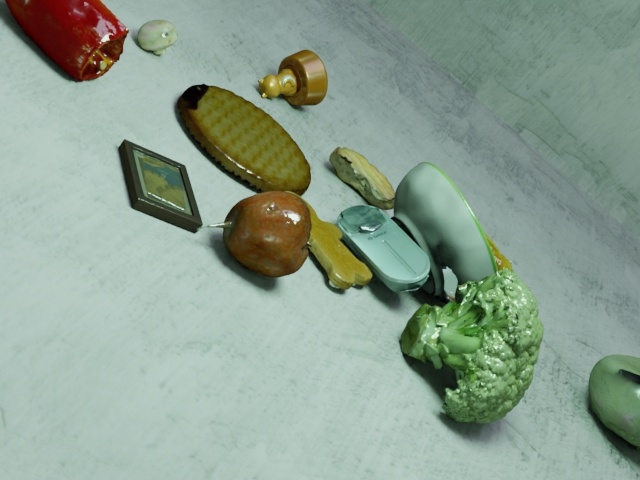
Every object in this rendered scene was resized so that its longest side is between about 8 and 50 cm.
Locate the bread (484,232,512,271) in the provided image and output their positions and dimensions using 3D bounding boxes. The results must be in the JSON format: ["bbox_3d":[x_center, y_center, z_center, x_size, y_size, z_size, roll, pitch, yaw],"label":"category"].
[{"bbox_3d":[0.331,0.013,2.447,0.245,0.102,0.094,54,20,23],"label":"bread"}]

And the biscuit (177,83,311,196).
[{"bbox_3d":[-0.149,-0.200,2.162,0.317,0.040,0.318,32,26,-18],"label":"biscuit"}]

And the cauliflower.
[{"bbox_3d":[0.271,0.176,1.941,0.250,0.273,0.275,11,7,8],"label":"cauliflower"}]

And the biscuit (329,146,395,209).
[{"bbox_3d":[0.094,-0.137,2.394,0.183,0.061,0.118,41,22,-6],"label":"biscuit"}]

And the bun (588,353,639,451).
[{"bbox_3d":[0.695,0.366,2.297,0.283,0.179,0.283,18,12,-4],"label":"bun"}]

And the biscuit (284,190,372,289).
[{"bbox_3d":[-0.001,0.001,2.039,0.240,0.035,0.158,51,22,22],"label":"biscuit"}]

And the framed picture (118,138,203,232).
[{"bbox_3d":[-0.270,-0.093,1.812,0.127,0.023,0.168,23,29,-35],"label":"framed picture"}]

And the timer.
[{"bbox_3d":[-0.080,-0.364,2.489,0.152,0.132,0.132,-18,59,-36],"label":"timer"}]

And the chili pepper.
[{"bbox_3d":[-0.498,-0.441,1.934,0.338,0.134,0.131,48,51,10],"label":"chili pepper"}]

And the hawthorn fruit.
[{"bbox_3d":[-0.098,-0.025,1.802,0.189,0.149,0.149,33,25,-13],"label":"hawthorn fruit"}]

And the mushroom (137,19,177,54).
[{"bbox_3d":[-0.337,-0.420,2.230,0.083,0.068,0.084,1,29,0],"label":"mushroom"}]

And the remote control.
[{"bbox_3d":[0.120,0.013,2.100,0.104,0.052,0.247,-21,45,-21],"label":"remote control"}]

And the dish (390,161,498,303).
[{"bbox_3d":[0.224,0.013,2.172,0.324,0.124,0.324,60,-10,19],"label":"dish"}]
